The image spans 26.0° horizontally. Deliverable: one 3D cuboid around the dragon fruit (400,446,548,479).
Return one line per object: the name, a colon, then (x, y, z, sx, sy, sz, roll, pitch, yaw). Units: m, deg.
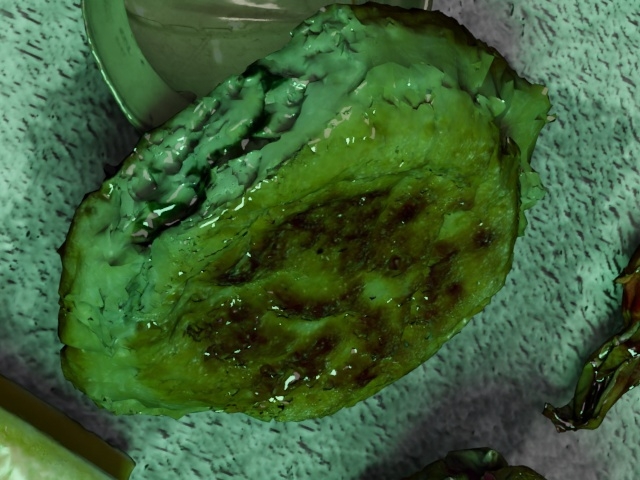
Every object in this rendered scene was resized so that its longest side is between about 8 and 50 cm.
dragon fruit: (0.118, 0.274, 0.863, 0.269, 0.291, 0.250, 33, 77, -15)

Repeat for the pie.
pie: (0.000, 0.000, 0.858, 0.355, 0.288, 0.103, -36, 56, -1)

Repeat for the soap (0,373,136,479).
soap: (-0.285, 0.177, 0.833, 0.281, 0.143, 0.259, 34, 84, -18)

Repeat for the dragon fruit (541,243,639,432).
dragon fruit: (0.257, 0.056, 0.989, 0.246, 0.125, 0.125, -38, 103, -5)

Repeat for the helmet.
helmet: (-0.067, -0.159, 0.878, 0.257, 0.137, 0.204, -14, 103, -35)
